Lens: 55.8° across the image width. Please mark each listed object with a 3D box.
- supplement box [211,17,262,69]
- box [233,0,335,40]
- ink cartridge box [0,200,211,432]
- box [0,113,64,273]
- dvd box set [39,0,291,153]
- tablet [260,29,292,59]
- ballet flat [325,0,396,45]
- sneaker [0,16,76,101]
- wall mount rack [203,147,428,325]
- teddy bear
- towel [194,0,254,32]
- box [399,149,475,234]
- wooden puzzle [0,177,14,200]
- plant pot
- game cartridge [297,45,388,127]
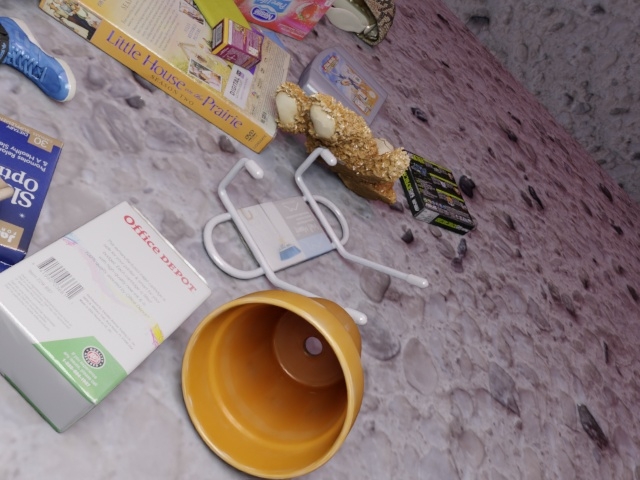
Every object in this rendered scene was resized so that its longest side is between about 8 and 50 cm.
[{"bbox_3d":[-0.149,-0.352,1.085,0.083,0.043,0.055,16,66,-40],"label":"supplement box"},{"bbox_3d":[-0.130,-0.590,1.363,0.300,0.142,0.154,1,57,-48],"label":"box"},{"bbox_3d":[-0.242,0.072,0.657,0.154,0.093,0.212,47,36,-5],"label":"ink cartridge box"},{"bbox_3d":[-0.382,-0.058,0.676,0.136,0.036,0.225,26,42,-31],"label":"box"},{"bbox_3d":[-0.247,-0.373,1.100,0.420,0.062,0.308,32,38,-25],"label":"dvd box set"},{"bbox_3d":[-0.100,-0.445,1.380,0.054,0.006,0.083,-19,73,-54],"label":"tablet"},{"bbox_3d":[0.013,-0.702,1.640,0.482,0.164,0.182,31,59,-28],"label":"ballet flat"},{"bbox_3d":[-0.400,-0.240,0.803,0.152,0.058,0.084,49,28,7],"label":"sneaker"},{"bbox_3d":[0.000,0.000,0.961,0.350,0.130,0.304,-19,73,-53],"label":"wall mount rack"},{"bbox_3d":[0.050,-0.188,1.118,0.338,0.245,0.113,31,81,-35],"label":"teddy bear"},{"bbox_3d":[-0.216,-0.468,1.155,0.102,0.021,0.237,-24,78,-49],"label":"towel"},{"bbox_3d":[0.270,-0.115,1.448,0.190,0.045,0.184,15,45,-38],"label":"box"},{"bbox_3d":[-0.456,-0.075,0.565,0.238,0.044,0.221,42,42,10],"label":"wooden puzzle"},{"bbox_3d":[-0.033,0.151,0.742,0.205,0.205,0.188,54,19,6],"label":"plant pot"},{"bbox_3d":[0.053,-0.356,1.427,0.198,0.062,0.297,46,34,-13],"label":"game cartridge"}]
